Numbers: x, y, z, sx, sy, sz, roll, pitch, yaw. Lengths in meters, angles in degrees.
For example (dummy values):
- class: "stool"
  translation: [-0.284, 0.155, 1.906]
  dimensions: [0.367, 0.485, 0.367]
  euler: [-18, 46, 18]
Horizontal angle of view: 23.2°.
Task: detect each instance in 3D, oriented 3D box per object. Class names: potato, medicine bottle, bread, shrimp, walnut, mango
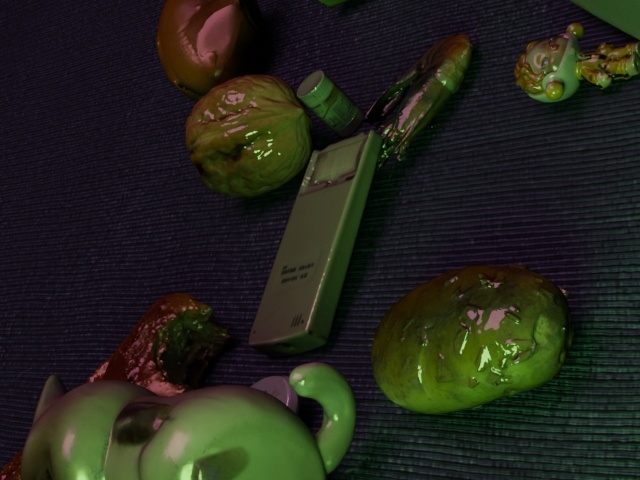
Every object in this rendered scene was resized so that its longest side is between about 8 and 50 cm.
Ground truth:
- class: "potato"
  translation: [0.133, 0.093, 1.481]
  dimensions: [0.251, 0.113, 0.149]
  euler: [-6, 53, 49]
- class: "medicine bottle"
  translation: [0.013, -0.176, 2.005]
  dimensions: [0.047, 0.083, 0.047]
  euler: [-34, 32, 24]
- class: "bread"
  translation: [-0.246, 0.230, 1.845]
  dimensions: [0.380, 0.109, 0.185]
  euler: [-49, 28, -4]
- class: "shrimp"
  translation: [0.108, -0.168, 1.912]
  dimensions: [0.217, 0.051, 0.150]
  euler: [-54, 23, -19]
- class: "walnut"
  translation: [-0.089, -0.139, 2.038]
  dimensions: [0.184, 0.155, 0.155]
  euler: [-20, 39, 43]
- class: "mango"
  translation: [-0.165, -0.306, 2.356]
  dimensions: [0.166, 0.136, 0.236]
  euler: [-26, 47, 15]

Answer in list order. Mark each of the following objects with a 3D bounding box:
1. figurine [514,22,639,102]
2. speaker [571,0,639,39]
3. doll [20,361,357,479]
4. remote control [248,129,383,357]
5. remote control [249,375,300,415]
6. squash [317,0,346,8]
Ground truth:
- class: "figurine"
  translation: [0.280, -0.192, 1.687]
  dimensions: [0.143, 0.068, 0.101]
  euler: [-22, 40, 19]
- class: "speaker"
  translation: [0.366, -0.320, 1.596]
  dimensions: [0.184, 0.183, 0.406]
  euler: [-37, 28, -1]
- class: "doll"
  translation: [-0.154, 0.244, 1.565]
  dimensions: [0.370, 0.215, 0.226]
  euler: [-8, 27, 34]
- class: "remote control"
  translation: [0.000, 0.000, 1.820]
  dimensions: [0.123, 0.038, 0.285]
  euler: [-18, 47, 49]
- class: "remote control"
  translation: [-0.111, 0.242, 1.707]
  dimensions: [0.256, 0.045, 0.097]
  euler: [-41, 39, 18]
- class: "squash"
  translation: [0.074, -0.399, 2.198]
  dimensions: [0.188, 0.095, 0.095]
  euler: [-15, 43, 38]
